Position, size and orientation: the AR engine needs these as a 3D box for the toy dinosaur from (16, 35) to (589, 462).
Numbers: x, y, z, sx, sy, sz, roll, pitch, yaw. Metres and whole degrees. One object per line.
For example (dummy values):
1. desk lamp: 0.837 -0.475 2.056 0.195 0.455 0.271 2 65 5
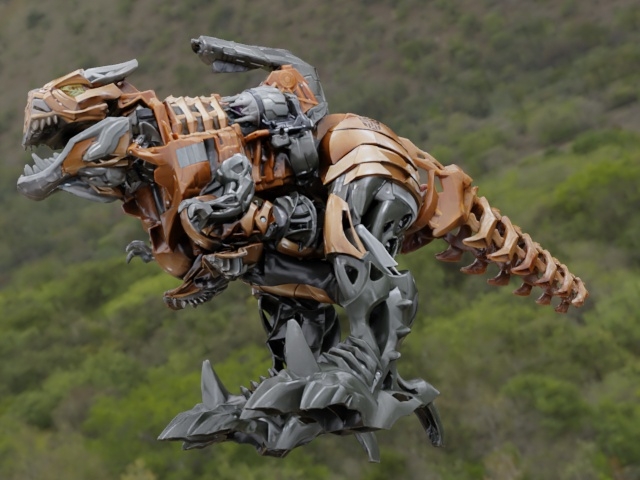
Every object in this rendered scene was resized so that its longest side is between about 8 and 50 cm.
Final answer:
1. toy dinosaur: 0.000 0.000 0.742 0.322 0.218 0.164 5 -18 -1
